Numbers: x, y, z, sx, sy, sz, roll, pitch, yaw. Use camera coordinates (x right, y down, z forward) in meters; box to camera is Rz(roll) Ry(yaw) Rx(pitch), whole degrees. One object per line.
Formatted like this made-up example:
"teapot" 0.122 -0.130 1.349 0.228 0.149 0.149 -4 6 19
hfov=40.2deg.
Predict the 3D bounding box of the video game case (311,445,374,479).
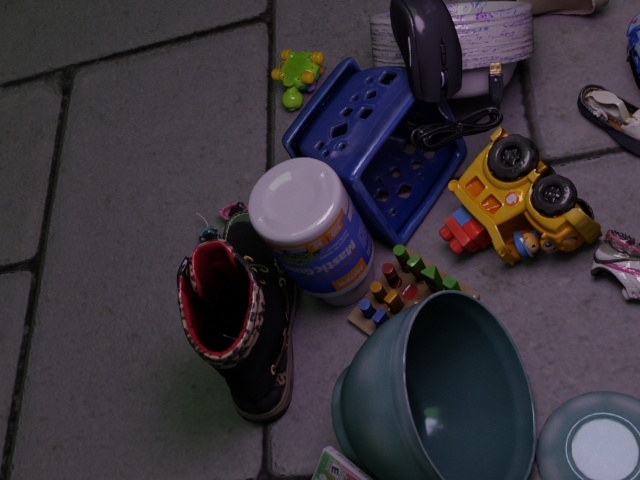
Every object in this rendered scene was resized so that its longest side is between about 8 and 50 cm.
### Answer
"video game case" 0.045 0.428 1.223 0.193 0.023 0.213 32 113 32

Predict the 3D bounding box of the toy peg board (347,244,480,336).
"toy peg board" 0.142 0.096 1.418 0.161 0.079 0.161 34 77 33

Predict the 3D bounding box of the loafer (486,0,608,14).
"loafer" 0.407 -0.461 1.632 0.268 0.102 0.092 25 74 41

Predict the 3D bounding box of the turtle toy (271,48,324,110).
"turtle toy" -0.043 -0.320 1.738 0.095 0.066 0.130 12 67 28

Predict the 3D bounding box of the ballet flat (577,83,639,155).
"ballet flat" 0.508 -0.200 1.453 0.074 0.074 0.203 -42 56 -6

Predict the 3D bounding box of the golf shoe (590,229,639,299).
"golf shoe" 0.499 0.060 1.318 0.186 0.067 0.086 34 106 31

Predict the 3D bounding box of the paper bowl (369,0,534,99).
"paper bowl" 0.232 -0.335 1.543 0.284 0.148 0.284 -5 17 2

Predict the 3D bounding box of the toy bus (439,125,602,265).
"toy bus" 0.305 -0.038 1.404 0.211 0.149 0.220 -44 57 9

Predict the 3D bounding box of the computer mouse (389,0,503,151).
"computer mouse" 0.212 -0.279 1.361 0.184 0.262 0.060 -14 8 -23

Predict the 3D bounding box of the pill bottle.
"pill bottle" 0.000 0.000 1.410 0.152 0.272 0.152 -10 58 16

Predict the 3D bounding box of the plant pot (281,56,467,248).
"plant pot" 0.083 -0.161 1.502 0.212 0.236 0.236 27 74 37

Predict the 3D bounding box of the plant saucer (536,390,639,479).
"plant saucer" 0.399 0.298 1.227 0.194 0.037 0.195 -9 59 16

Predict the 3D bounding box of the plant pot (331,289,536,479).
"plant pot" 0.141 0.235 1.241 0.196 0.293 0.293 -23 51 41

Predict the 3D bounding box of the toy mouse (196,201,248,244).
"toy mouse" -0.175 -0.020 1.636 0.143 0.031 0.161 20 70 29

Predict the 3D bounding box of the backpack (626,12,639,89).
"backpack" 0.589 -0.338 1.467 0.158 0.117 0.173 -21 47 21

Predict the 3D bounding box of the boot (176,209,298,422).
"boot" -0.129 0.075 1.397 0.138 0.284 0.378 -6 64 9
